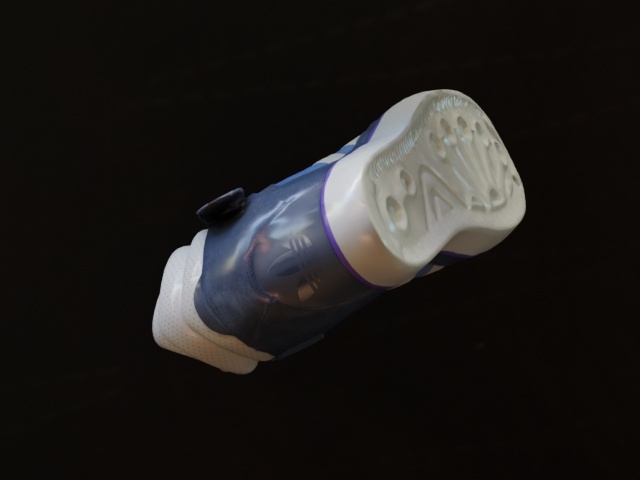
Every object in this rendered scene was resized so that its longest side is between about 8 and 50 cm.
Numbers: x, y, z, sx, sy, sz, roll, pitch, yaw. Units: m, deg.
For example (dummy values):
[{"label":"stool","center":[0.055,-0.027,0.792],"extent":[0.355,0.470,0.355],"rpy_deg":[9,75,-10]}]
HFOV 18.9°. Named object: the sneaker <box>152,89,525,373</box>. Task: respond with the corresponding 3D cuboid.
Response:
[{"label":"sneaker","center":[0.000,0.001,1.435],"extent":[0.130,0.236,0.323],"rpy_deg":[62,27,-2]}]
